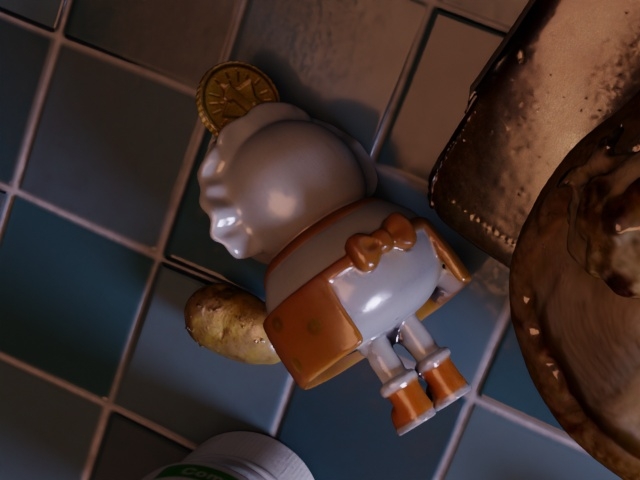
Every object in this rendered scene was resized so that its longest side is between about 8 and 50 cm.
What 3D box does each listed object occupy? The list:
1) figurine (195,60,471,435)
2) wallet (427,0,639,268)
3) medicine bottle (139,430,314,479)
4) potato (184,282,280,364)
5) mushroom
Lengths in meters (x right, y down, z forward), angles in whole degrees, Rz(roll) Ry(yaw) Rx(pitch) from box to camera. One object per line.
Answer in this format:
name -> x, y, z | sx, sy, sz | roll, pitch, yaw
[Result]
figurine -> 0.005, -0.001, 0.934 | 0.143, 0.143, 0.271 | -23, 96, 20
wallet -> 0.175, -0.096, 0.915 | 0.137, 0.031, 0.255 | 35, 109, 8
medicine bottle -> -0.086, 0.221, 0.954 | 0.139, 0.237, 0.139 | 3, 102, 17
potato -> -0.059, 0.060, 1.016 | 0.083, 0.040, 0.051 | 22, 117, 13
mushroom -> 0.221, 0.033, 0.732 | 0.267, 0.254, 0.267 | 24, 134, 27
